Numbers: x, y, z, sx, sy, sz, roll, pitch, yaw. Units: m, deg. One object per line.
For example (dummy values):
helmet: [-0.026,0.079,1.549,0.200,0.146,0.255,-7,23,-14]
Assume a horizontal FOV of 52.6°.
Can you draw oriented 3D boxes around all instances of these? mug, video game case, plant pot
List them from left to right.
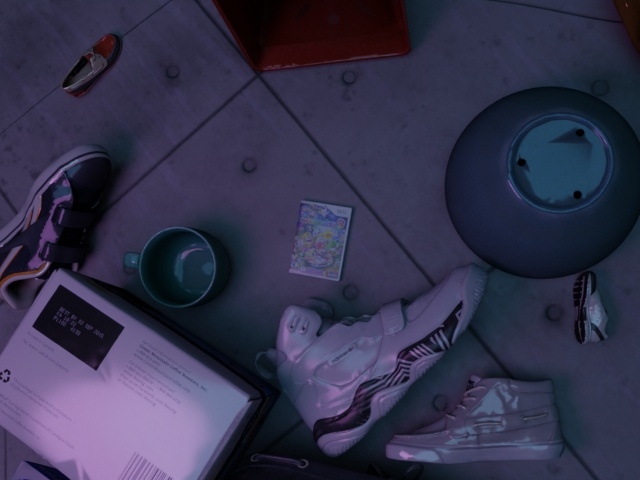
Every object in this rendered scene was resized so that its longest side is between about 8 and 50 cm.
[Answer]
mug: [-0.225,0.036,1.061,0.158,0.097,0.129,41,95,12]
plant pot: [-0.011,-0.439,0.983,0.268,0.267,0.235,-4,73,11]
video game case: [0.000,0.000,1.062,0.087,0.011,0.122,10,88,12]
plant pot: [0.320,-0.091,0.910,0.290,0.195,0.290,-1,86,12]

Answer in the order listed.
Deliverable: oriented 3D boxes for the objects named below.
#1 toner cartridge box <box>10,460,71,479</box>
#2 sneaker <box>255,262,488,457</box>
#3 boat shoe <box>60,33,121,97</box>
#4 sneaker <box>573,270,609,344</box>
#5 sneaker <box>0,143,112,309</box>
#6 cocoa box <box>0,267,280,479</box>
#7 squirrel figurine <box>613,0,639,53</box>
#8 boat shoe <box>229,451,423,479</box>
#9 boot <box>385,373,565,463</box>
toner cartridge box: [-0.303,0.430,0.941,0.348,0.165,0.075,10,67,38]
sneaker: [0.069,0.132,0.973,0.210,0.137,0.366,43,98,8]
boat shoe: [-0.408,-0.314,1.151,0.049,0.043,0.137,42,93,13]
sneaker: [0.404,0.099,0.964,0.044,0.040,0.109,1,90,-5]
sneaker: [-0.444,-0.015,1.098,0.321,0.126,0.127,-44,75,16]
cocoa box: [-0.275,0.236,0.981,0.347,0.228,0.231,31,83,12]
squirrel figurine: [0.565,-0.255,0.762,0.281,0.370,0.396,-15,97,10]
boat shoe: [0.093,0.407,0.930,0.501,0.156,0.186,11,120,-4]
boot: [0.223,0.262,0.967,0.259,0.095,0.123,-4,79,3]
